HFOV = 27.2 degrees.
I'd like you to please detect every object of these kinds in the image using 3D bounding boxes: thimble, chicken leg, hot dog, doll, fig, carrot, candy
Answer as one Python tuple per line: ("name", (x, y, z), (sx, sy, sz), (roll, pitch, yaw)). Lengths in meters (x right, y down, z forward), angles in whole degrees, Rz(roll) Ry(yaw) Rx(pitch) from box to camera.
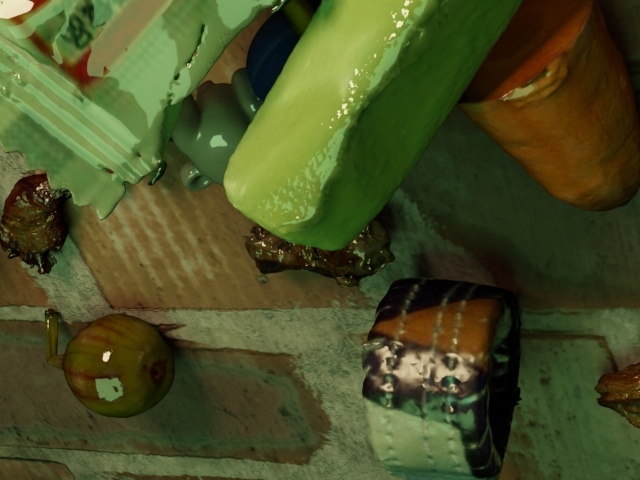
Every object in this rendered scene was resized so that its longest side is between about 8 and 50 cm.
("thimble", (0.142, 0.162, 1.484), (0.150, 0.237, 0.237), (5, 135, 20))
("chicken leg", (-0.334, -0.039, 1.641), (0.106, 0.051, 0.253), (33, 137, -18))
("hot dog", (0.381, 0.171, 1.508), (0.147, 0.065, 0.099), (-26, 128, 39))
("doll", (-0.019, -0.112, 1.311), (0.159, 0.242, 0.311), (41, 169, 28))
("fig", (-0.293, 0.165, 1.760), (0.186, 0.142, 0.148), (-9, 103, 16))
("carrot", (0.231, -0.109, 1.225), (0.159, 0.159, 0.225), (-15, 127, 36))
("candy", (0.052, -0.147, 1.136), (0.132, 0.142, 0.343), (43, 113, 22))
("candy", (-0.153, -0.234, 1.127), (0.263, 0.398, 0.172), (42, -179, -7))
("chicken leg", (0.005, 0.006, 1.516), (0.125, 0.080, 0.196), (49, 142, -11))

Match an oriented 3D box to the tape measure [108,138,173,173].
("tape measure", (-0.222, -0.134, 1.471), (0.125, 0.074, 0.118), (33, 137, -12))
